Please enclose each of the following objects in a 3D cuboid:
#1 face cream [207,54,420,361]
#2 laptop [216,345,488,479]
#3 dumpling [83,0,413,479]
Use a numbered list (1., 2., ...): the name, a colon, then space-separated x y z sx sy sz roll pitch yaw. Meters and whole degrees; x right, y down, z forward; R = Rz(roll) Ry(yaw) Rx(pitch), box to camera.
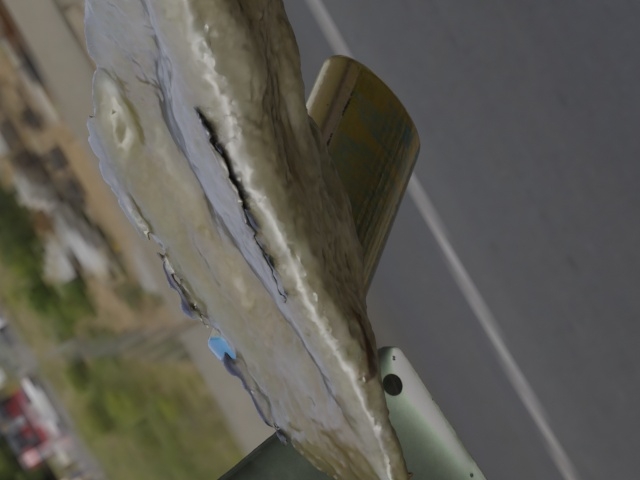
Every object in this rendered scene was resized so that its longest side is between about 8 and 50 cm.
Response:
1. face cream: 0.000 0.000 1.512 0.067 0.285 0.139 -3 142 35
2. laptop: 0.000 0.203 1.048 0.187 0.269 0.015 57 151 -7
3. dumpling: -0.035 -0.035 0.879 0.166 0.086 0.332 24 136 58
